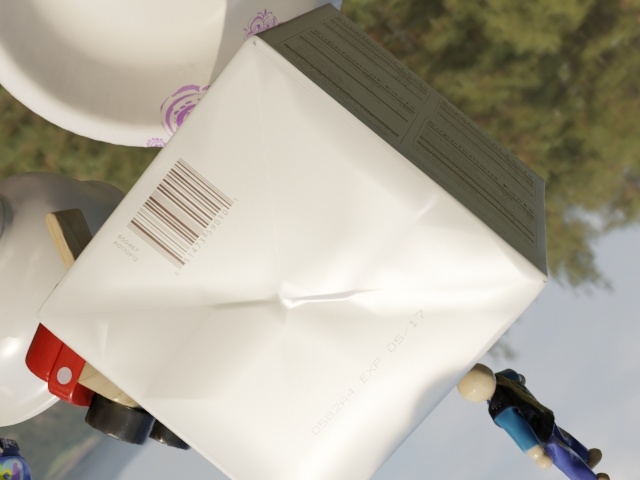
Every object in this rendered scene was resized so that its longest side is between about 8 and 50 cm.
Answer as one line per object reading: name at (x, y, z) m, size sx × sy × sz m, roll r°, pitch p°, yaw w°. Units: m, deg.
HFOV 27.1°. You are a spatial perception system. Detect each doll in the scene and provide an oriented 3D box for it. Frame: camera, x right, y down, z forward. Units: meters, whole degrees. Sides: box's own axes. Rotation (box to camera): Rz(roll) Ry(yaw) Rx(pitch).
doll at (0.201, 0.177, 1.260) m, size 0.046 × 0.189 × 0.129 m, roll -40°, pitch -156°, yaw 20°

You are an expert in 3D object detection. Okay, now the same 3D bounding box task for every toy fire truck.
toy fire truck at (-0.194, 0.071, 1.222) m, size 0.217 × 0.246 × 0.158 m, roll 25°, pitch 87°, yaw -64°

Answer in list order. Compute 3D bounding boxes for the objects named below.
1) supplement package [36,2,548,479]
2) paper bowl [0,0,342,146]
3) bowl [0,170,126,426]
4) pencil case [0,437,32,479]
supplement package at (0.000, 0.000, 0.804) m, size 0.199 × 0.198 × 0.263 m, roll -50°, pitch -178°, yaw 16°
paper bowl at (-0.128, -0.225, 0.996) m, size 0.284 × 0.284 × 0.148 m, roll -44°, pitch -153°, yaw 16°
bowl at (-0.344, 0.037, 1.418) m, size 0.298 × 0.134 × 0.298 m, roll -24°, pitch -133°, yaw 29°
pencil case at (-0.330, 0.369, 1.387) m, size 0.133 × 0.306 × 0.119 m, roll -8°, pitch 165°, yaw -46°
